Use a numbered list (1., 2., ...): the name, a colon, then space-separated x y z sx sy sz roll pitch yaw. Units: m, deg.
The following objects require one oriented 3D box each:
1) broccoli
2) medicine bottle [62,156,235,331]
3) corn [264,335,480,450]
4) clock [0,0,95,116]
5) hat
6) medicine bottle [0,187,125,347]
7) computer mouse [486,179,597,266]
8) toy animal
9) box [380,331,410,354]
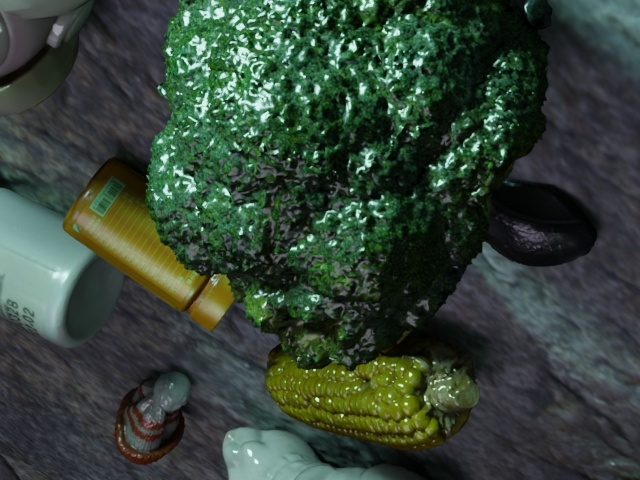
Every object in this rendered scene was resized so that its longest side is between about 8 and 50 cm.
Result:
1. broccoli: 0.016 -0.078 1.121 0.304 0.321 0.283 33 -173 24
2. medicine bottle: -0.165 0.003 1.630 0.192 0.096 0.096 34 154 -2
3. corn: 0.049 0.149 1.623 0.119 0.119 0.322 47 157 -26
4. clock: -0.332 -0.258 1.290 0.326 0.184 0.342 32 159 -6
5. hat: -0.218 0.221 2.087 0.094 0.112 0.162 9 145 -12
6. medicine bottle: -0.363 0.016 1.826 0.252 0.144 0.144 25 153 18
7. computer mouse: 0.161 -0.012 1.293 0.135 0.047 0.079 20 150 29
8. toy animal: 0.027 0.342 1.936 0.258 0.193 0.357 23 -179 -37
9. box: 0.000 0.000 1.468 0.240 0.071 0.159 33 156 -1
